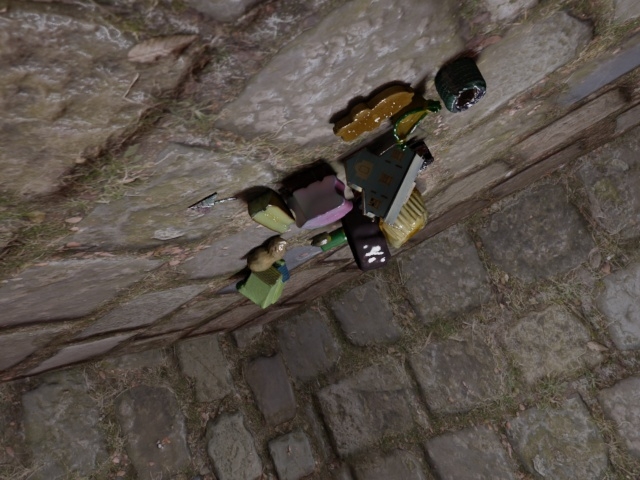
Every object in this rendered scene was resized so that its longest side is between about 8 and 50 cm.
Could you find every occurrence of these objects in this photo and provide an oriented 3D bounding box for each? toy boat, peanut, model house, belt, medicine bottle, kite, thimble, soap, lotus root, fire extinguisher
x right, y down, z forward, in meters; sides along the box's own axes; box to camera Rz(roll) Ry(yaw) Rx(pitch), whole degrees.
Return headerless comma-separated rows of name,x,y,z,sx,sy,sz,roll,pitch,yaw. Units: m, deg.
toy boat,0.257,-0.335,1.445,0.088,0.088,0.229,-17,165,-21
peanut,-0.212,0.056,2.145,0.227,0.086,0.104,-33,145,30
model house,0.181,-0.201,1.655,0.271,0.206,0.178,-67,159,9
model house,-0.247,0.167,2.409,0.189,0.195,0.214,-58,167,24
belt,0.244,-0.223,1.834,0.126,0.094,0.359,-17,167,-42
medicine bottle,0.136,-0.039,2.389,0.308,0.076,0.111,-25,165,10
kite,-0.314,-0.108,1.525,0.156,0.011,0.139,-15,167,-26
thimble,0.370,-0.405,1.371,0.118,0.090,0.135,-29,163,9
soap,0.002,-0.115,1.710,0.192,0.109,0.324,-23,176,10
lotus root,0.000,0.000,2.348,0.099,0.054,0.049,-24,176,0
fire extinguisher,-0.058,-0.182,1.602,0.157,0.045,0.078,-24,-172,-3

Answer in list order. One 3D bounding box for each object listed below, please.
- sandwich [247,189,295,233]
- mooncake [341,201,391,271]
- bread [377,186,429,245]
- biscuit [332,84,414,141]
sandwich,-0.157,-0.095,1.657,0.094,0.096,0.258,-31,164,6
mooncake,0.181,-0.019,2.111,0.141,0.283,0.283,-22,166,-3
bread,0.343,-0.102,2.203,0.236,0.183,0.389,-41,171,-9
biscuit,0.138,-0.336,1.359,0.225,0.036,0.166,-32,165,19
